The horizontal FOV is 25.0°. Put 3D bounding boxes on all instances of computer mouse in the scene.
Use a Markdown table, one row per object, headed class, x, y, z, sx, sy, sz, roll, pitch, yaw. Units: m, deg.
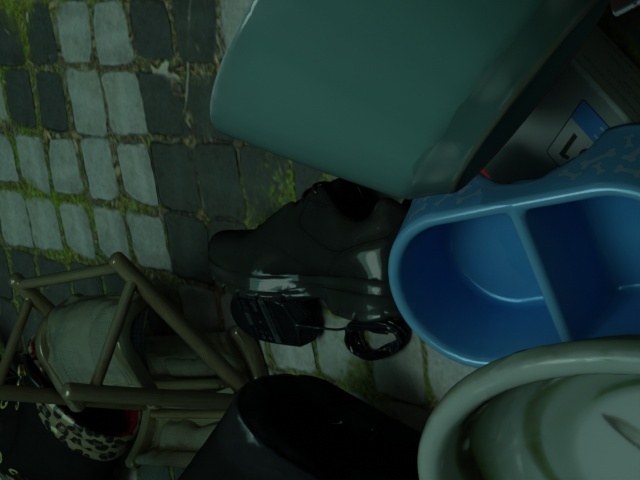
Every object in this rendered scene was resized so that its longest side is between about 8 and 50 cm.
| class | x | y | z | sx | sy | sz | roll | pitch | yaw |
| --- | --- | --- | --- | --- | --- | --- | --- | --- | --- |
| computer mouse | -0.001 | 0.078 | 1.469 | 0.242 | 0.041 | 0.071 | 8 | 128 | 42 |

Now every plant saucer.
| class | x | y | z | sx | sy | sz | roll | pitch | yaw |
| --- | --- | --- | --- | --- | --- | --- | --- | --- | --- |
| plant saucer | 0.273 | 0.180 | 1.034 | 0.400 | 0.100 | 0.400 | 16 | 141 | 13 |

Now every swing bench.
| class | x | y | z | sx | sy | sz | roll | pitch | yaw |
| --- | --- | --- | --- | --- | --- | --- | --- | --- | --- |
| swing bench | -0.216 | 0.148 | 1.628 | 0.253 | 0.255 | 0.165 | -9 | 58 | 51 |

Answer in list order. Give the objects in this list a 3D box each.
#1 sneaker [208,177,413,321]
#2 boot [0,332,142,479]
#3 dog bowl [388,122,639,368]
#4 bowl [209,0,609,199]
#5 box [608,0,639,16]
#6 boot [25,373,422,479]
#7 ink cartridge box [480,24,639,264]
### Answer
| class | x | y | z | sx | sy | sz | roll | pitch | yaw |
| --- | --- | --- | --- | --- | --- | --- | --- | --- | --- |
| sneaker | 0.000 | 0.000 | 1.394 | 0.286 | 0.109 | 0.130 | 7 | 101 | 43 |
| boot | -0.385 | 0.207 | 1.913 | 0.377 | 0.138 | 0.284 | 50 | 139 | 19 |
| dog bowl | 0.178 | 0.015 | 1.069 | 0.297 | 0.074 | 0.166 | -10 | 112 | 38 |
| bowl | 0.083 | -0.149 | 0.990 | 0.163 | 0.311 | 0.311 | 39 | 136 | 8 |
| box | 0.251 | -0.273 | 0.890 | 0.167 | 0.168 | 0.203 | -25 | 85 | 52 |
| boot | -0.143 | 0.266 | 1.450 | 0.445 | 0.367 | 0.146 | 135 | 143 | -53 |
| ink cartridge box | 0.147 | -0.082 | 1.188 | 0.296 | 0.066 | 0.261 | 52 | 138 | 23 |
